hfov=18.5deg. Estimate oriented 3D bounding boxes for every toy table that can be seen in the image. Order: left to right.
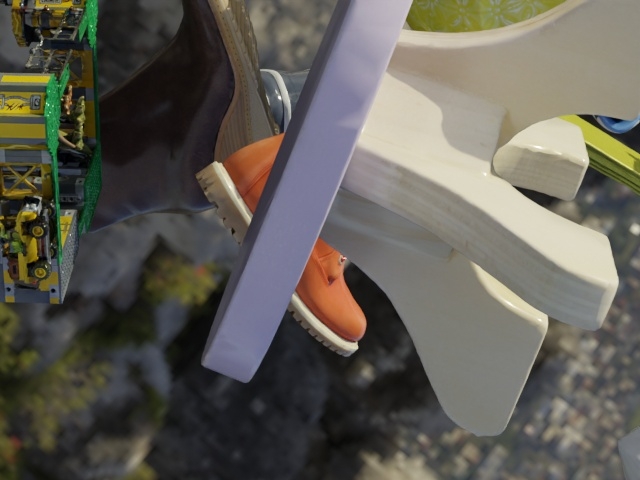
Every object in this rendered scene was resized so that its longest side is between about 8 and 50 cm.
[{"bbox_3d":[0.061,-0.034,0.988,0.252,0.160,0.274,-76,-173,-59],"label":"toy table"}]

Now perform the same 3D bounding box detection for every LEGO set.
[{"bbox_3d":[-0.294,-0.084,1.616,0.331,0.192,0.255,-87,178,-54],"label":"LEGO set"}]

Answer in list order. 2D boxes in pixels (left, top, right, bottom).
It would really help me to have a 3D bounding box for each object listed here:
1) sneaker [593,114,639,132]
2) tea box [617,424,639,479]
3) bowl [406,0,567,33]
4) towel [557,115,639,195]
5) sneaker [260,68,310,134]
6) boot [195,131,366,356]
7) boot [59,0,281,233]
[{"bbox_3d":[0.205,-0.134,1.271,0.059,0.053,0.144,-86,-178,-55],"label":"sneaker"},{"bbox_3d":[0.412,0.277,1.423,0.220,0.329,0.323,-32,142,-10],"label":"tea box"},{"bbox_3d":[0.159,-0.275,1.663,0.156,0.289,0.289,13,111,-58],"label":"bowl"},{"bbox_3d":[0.254,-0.028,1.402,0.021,0.237,0.102,-58,-176,13],"label":"towel"},{"bbox_3d":[-0.086,-0.122,2.012,0.153,0.282,0.099,-9,89,-28],"label":"sneaker"},{"bbox_3d":[0.000,0.000,1.192,0.084,0.059,0.158,-34,120,-1],"label":"boot"},{"bbox_3d":[-0.154,-0.130,1.764,0.206,0.090,0.248,-12,115,8],"label":"boot"}]
